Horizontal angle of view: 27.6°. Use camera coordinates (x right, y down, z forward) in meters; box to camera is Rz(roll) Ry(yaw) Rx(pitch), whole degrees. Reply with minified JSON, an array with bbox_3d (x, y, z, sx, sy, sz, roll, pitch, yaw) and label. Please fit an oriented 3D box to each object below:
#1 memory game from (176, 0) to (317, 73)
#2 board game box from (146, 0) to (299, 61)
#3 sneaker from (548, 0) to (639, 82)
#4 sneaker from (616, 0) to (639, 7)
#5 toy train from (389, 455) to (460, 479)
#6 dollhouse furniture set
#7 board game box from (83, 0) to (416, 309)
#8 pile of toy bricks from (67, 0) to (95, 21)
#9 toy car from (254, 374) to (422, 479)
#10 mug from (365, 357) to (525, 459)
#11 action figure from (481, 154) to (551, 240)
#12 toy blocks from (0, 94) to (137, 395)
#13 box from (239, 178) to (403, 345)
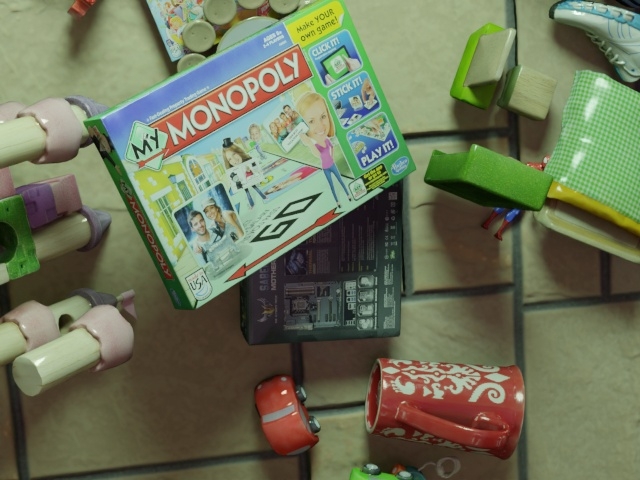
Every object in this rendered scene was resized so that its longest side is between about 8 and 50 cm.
[{"bbox_3d":[-0.068,-0.202,1.451,0.186,0.012,0.186,-7,117,-14],"label":"memory game"},{"bbox_3d":[-0.114,-0.274,1.440,0.154,0.026,0.103,-24,105,-5],"label":"board game box"},{"bbox_3d":[0.351,-0.228,1.514,0.191,0.071,0.083,13,105,-12],"label":"sneaker"},{"bbox_3d":[0.312,-0.365,1.484,0.224,0.083,0.098,37,73,-20],"label":"sneaker"},{"bbox_3d":[0.127,0.338,1.606,0.125,0.046,0.166,-9,106,-10],"label":"toy train"},{"bbox_3d":[0.297,-0.106,1.467,0.301,0.151,0.197,20,86,-14],"label":"dollhouse furniture set"},{"bbox_3d":[-0.063,-0.097,1.352,0.317,0.046,0.213,-33,107,-29],"label":"board game box"},{"bbox_3d":[-0.225,-0.341,1.365,0.118,0.105,0.212,37,93,-15],"label":"pile of toy bricks"},{"bbox_3d":[0.015,0.291,1.539,0.225,0.053,0.239,10,101,6],"label":"toy car"},{"bbox_3d":[0.147,0.189,1.529,0.169,0.150,0.113,8,76,-7],"label":"mug"},{"bbox_3d":[0.239,-0.054,1.550,0.038,0.030,0.115,36,91,-12],"label":"action figure"},{"bbox_3d":[-0.327,-0.009,1.387,0.309,0.260,0.288,-3,105,36],"label":"toy blocks"},{"bbox_3d":[0.000,0.000,1.500,0.183,0.059,0.232,-3,102,-13],"label":"box"}]
